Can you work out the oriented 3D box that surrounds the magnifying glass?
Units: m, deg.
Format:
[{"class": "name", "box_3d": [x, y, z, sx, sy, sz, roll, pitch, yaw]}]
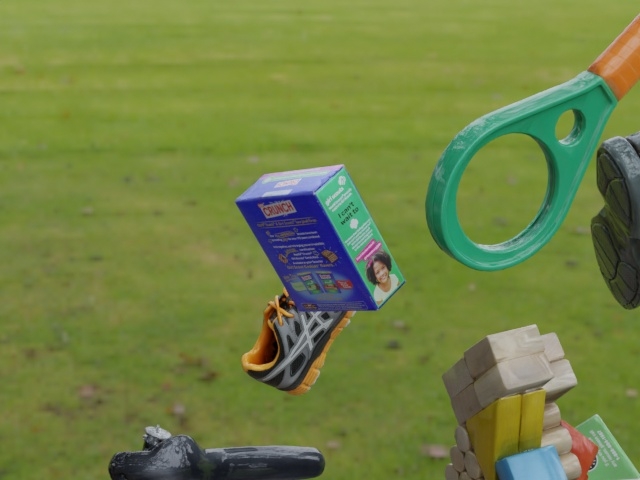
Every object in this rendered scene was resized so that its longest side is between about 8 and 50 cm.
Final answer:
[{"class": "magnifying glass", "box_3d": [0.153, -0.076, 0.957, 0.231, 0.092, 0.026, -45, 32, -6]}]

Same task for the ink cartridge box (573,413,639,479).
[{"class": "ink cartridge box", "box_3d": [0.265, 0.367, 1.818, 0.278, 0.117, 0.201, -34, 50, 3]}]

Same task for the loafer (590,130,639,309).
[{"class": "loafer", "box_3d": [0.305, -0.018, 1.457, 0.084, 0.267, 0.096, -25, 63, -4]}]

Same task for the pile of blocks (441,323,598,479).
[{"class": "pile of blocks", "box_3d": [0.164, 0.223, 1.192, 0.112, 0.362, 0.149, -12, 33, -25]}]

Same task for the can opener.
[{"class": "can opener", "box_3d": [-0.075, 0.168, 1.161, 0.059, 0.073, 0.186, 3, 2, 43]}]

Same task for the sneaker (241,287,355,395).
[{"class": "sneaker", "box_3d": [-0.020, 0.081, 1.821, 0.083, 0.215, 0.084, 13, 18, -31]}]

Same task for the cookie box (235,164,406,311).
[{"class": "cookie box", "box_3d": [0.000, 0.000, 1.191, 0.092, 0.107, 0.040, -3, 34, 47]}]
